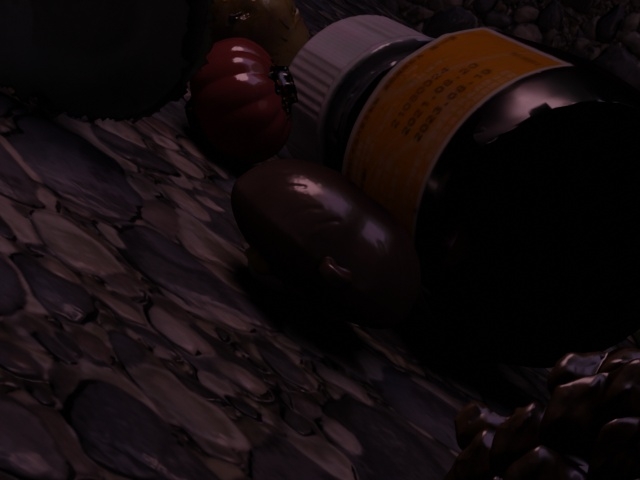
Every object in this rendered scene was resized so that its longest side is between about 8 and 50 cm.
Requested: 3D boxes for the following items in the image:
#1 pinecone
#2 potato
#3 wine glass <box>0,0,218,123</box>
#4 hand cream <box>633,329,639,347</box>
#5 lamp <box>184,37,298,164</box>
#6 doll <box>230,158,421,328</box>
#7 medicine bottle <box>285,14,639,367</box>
[{"bbox_3d":[0.152,0.139,0.702,0.184,0.179,0.204,1,5,-7],"label":"pinecone"},{"bbox_3d":[-0.069,-0.231,1.595,0.172,0.101,0.089,39,19,0],"label":"potato"},{"bbox_3d":[-0.185,-0.225,1.124,0.190,0.190,0.357,30,20,-21],"label":"wine glass"},{"bbox_3d":[0.381,0.123,1.598,0.086,0.055,0.235,38,6,0],"label":"hand cream"},{"bbox_3d":[-0.066,-0.116,1.215,0.107,0.092,0.107,-19,90,-83],"label":"lamp"},{"bbox_3d":[0.007,0.006,1.006,0.145,0.096,0.188,44,5,10],"label":"doll"},{"bbox_3d":[0.118,-0.065,1.208,0.242,0.242,0.395,28,7,-27],"label":"medicine bottle"}]
